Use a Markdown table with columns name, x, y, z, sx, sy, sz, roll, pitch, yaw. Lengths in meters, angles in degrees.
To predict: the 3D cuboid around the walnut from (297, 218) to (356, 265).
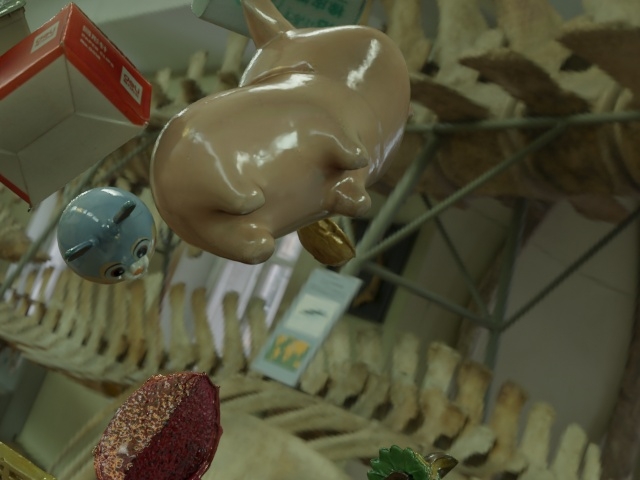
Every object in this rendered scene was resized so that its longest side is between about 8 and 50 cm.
| name | x | y | z | sx | sy | sz | roll | pitch | yaw |
| --- | --- | --- | --- | --- | --- | --- | --- | --- | --- |
| walnut | 0.000 | 0.000 | 1.566 | 0.121 | 0.052 | 0.091 | 42 | -21 | 2 |

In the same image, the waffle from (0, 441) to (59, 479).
| name | x | y | z | sx | sy | sz | roll | pitch | yaw |
| --- | --- | --- | --- | --- | --- | --- | --- | --- | --- |
| waffle | -0.342 | 0.279 | 1.098 | 0.152 | 0.097 | 0.023 | 30 | 34 | 9 |

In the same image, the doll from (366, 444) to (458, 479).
| name | x | y | z | sx | sy | sz | roll | pitch | yaw |
| --- | --- | --- | --- | --- | --- | --- | --- | --- | --- |
| doll | 0.097 | 0.255 | 1.079 | 0.077 | 0.078 | 0.113 | 46 | 18 | 12 |

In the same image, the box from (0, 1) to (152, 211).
| name | x | y | z | sx | sy | sz | roll | pitch | yaw |
| --- | --- | --- | --- | --- | --- | --- | --- | --- | --- |
| box | -0.285 | -0.140 | 1.024 | 0.133 | 0.182 | 0.099 | 45 | 24 | -33 |

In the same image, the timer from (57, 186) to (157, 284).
| name | x | y | z | sx | sy | sz | roll | pitch | yaw |
| --- | --- | --- | --- | --- | --- | --- | --- | --- | --- |
| timer | -0.325 | 0.004 | 1.530 | 0.175 | 0.175 | 0.255 | 25 | 2 | -28 |

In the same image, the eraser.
| name | x | y | z | sx | sy | sz | roll | pitch | yaw |
| --- | --- | --- | --- | --- | --- | --- | --- | --- | --- |
| eraser | -0.069 | -0.447 | 1.769 | 0.290 | 0.189 | 0.104 | 15 | 24 | -32 |

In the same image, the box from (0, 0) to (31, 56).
| name | x | y | z | sx | sy | sz | roll | pitch | yaw |
| --- | --- | --- | --- | --- | --- | --- | --- | --- | --- |
| box | -0.379 | -0.236 | 1.087 | 0.122 | 0.089 | 0.062 | 27 | -37 | 45 |

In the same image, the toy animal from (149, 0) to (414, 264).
| name | x | y | z | sx | sy | sz | roll | pitch | yaw |
| --- | --- | --- | --- | --- | --- | --- | --- | --- | --- |
| toy animal | -0.040 | -0.110 | 1.053 | 0.269 | 0.326 | 0.237 | 49 | -32 | 39 |

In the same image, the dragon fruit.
| name | x | y | z | sx | sy | sz | roll | pitch | yaw |
| --- | --- | --- | --- | --- | --- | --- | --- | --- | --- |
| dragon fruit | -0.271 | 0.350 | 1.624 | 0.126 | 0.274 | 0.161 | 11 | -36 | 43 |
